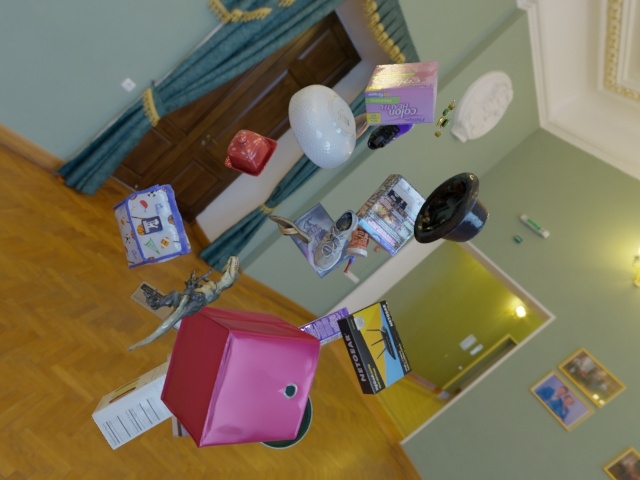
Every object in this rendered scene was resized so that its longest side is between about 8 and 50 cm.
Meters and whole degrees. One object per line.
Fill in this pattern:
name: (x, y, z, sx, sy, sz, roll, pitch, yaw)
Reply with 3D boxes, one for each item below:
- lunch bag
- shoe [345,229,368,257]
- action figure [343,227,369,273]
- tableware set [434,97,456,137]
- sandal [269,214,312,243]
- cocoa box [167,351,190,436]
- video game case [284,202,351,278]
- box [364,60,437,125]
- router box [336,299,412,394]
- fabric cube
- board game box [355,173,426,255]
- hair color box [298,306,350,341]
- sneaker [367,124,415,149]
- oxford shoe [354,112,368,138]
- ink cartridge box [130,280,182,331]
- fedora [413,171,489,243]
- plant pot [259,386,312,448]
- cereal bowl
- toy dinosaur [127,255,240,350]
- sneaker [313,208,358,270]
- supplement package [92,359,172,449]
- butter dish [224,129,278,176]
lunch bag: (-0.766, -0.059, 1.866, 0.238, 0.385, 0.328, -18, 94, -50)
shoe: (0.117, 0.008, 1.272, 0.063, 0.081, 0.178, 17, -4, -2)
action figure: (0.183, 0.029, 2.060, 0.091, 0.280, 0.139, 32, 4, 12)
tableware set: (0.468, -0.451, 1.522, 0.024, 0.104, 0.154, 38, -26, 14)
sandal: (-0.110, -0.033, 1.452, 0.180, 0.049, 0.072, 37, -21, -21)
cocoa box: (-0.488, 0.628, 1.726, 0.231, 0.228, 0.347, 6, 66, -43)
video game case: (0.000, 0.000, 1.779, 0.274, 0.196, 0.026, 53, -2, -5)
box: (0.275, -0.493, 1.350, 0.243, 0.213, 0.117, -69, 155, -45)
router box: (0.127, 0.245, 0.944, 0.133, 0.046, 0.179, -16, 83, -37)
fabric cube: (-0.197, 0.317, 0.996, 0.258, 0.254, 0.259, 19, -5, -39)
board game box: (0.328, -0.120, 1.862, 0.232, 0.291, 0.141, 42, 1, -13)
hair color box: (-0.014, 0.439, 1.889, 0.185, 0.338, 0.110, 84, -17, -68)
sneaker: (0.285, -0.453, 1.700, 0.102, 0.146, 0.293, 50, -18, -4)
oxford shoe: (0.077, -0.526, 1.964, 0.133, 0.363, 0.130, 50, 22, -32)
ink cartridge box: (-0.589, 0.275, 1.573, 0.193, 0.088, 0.235, 24, -24, 23)
fedora: (0.492, -0.087, 1.478, 0.152, 0.334, 0.334, 32, 9, -12)
plant pot: (-0.206, 0.766, 1.789, 0.293, 0.293, 0.196, 49, -37, 10)
cereal bowl: (0.036, -0.467, 1.610, 0.339, 0.141, 0.339, 24, 57, -44)
toy dinosaur: (-0.257, 0.112, 0.756, 0.064, 0.268, 0.118, 46, -19, 24)
sneaker: (0.054, -0.013, 1.628, 0.105, 0.281, 0.115, 26, -15, 14)
supplement package: (-0.575, 0.525, 1.315, 0.134, 0.244, 0.139, 65, -14, -9)
butter dish: (-0.259, -0.329, 1.426, 0.160, 0.160, 0.118, 23, -14, 19)
